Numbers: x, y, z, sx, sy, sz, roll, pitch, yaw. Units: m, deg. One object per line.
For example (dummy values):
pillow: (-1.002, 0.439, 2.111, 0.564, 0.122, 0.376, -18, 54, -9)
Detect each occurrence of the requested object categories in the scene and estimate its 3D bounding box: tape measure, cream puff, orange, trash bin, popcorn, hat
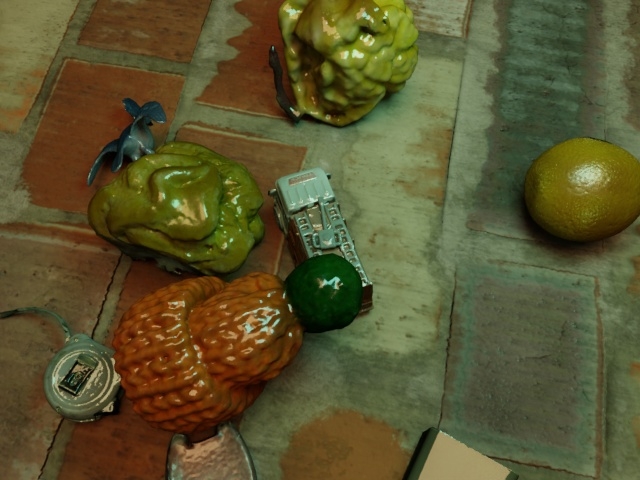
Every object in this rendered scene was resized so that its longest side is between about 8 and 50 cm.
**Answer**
tape measure: (-0.508, 0.221, 1.156, 0.331, 0.084, 0.163, 22, 62, 7)
cream puff: (-0.270, -0.078, 1.200, 0.324, 0.274, 0.269, 16, 75, 2)
orange: (0.537, -0.103, 1.257, 0.237, 0.236, 0.236, 0, 65, -1)
trash bin: (0.200, 0.465, 1.041, 0.164, 0.122, 0.240, 28, 70, 12)
popcorn: (0.037, -0.437, 1.377, 0.349, 0.349, 0.381, 43, 97, 17)
hat: (-0.117, 0.174, 1.034, 0.401, 0.285, 0.285, -14, 64, 18)

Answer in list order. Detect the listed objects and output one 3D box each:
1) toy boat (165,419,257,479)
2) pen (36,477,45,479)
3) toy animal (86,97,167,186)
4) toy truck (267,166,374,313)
toy boat: (-0.188, 0.435, 1.078, 0.155, 0.085, 0.227, -12, 54, -16)
pen: (-0.567, 0.483, 1.061, 0.197, 0.032, 0.053, -30, 70, -16)
toy animal: (-0.411, -0.217, 1.330, 0.239, 0.255, 0.176, -41, 97, 22)
toy truck: (0.000, 0.000, 1.225, 0.136, 0.162, 0.305, -18, 67, -9)
